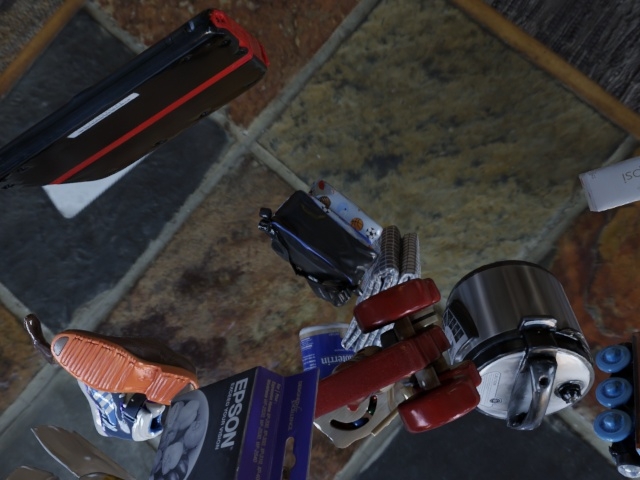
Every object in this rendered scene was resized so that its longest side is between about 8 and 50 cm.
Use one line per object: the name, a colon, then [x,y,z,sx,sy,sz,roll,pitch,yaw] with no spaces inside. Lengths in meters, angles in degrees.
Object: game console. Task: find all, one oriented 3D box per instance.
game console: [-0.265,-0.196,0.814,0.387,0.342,0.060,-30,94,10]

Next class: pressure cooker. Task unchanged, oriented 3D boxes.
pressure cooker: [0.564,0.307,1.577,0.370,0.420,0.375,36,123,-27]

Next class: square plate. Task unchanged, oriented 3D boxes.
square plate: [-0.325,0.439,0.955,0.344,0.347,0.049,50,59,-21]

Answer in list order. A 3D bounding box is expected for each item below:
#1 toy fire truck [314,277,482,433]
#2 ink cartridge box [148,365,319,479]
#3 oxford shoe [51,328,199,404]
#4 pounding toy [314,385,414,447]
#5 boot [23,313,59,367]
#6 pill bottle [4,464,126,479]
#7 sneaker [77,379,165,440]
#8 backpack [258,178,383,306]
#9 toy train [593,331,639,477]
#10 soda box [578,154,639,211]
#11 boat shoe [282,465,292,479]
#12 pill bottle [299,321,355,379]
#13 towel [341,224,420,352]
toy fire truck: [0.070,0.179,0.765,0.254,0.302,0.169,-27,78,13]
ink cartridge box: [-0.101,0.238,0.571,0.208,0.206,0.045,-26,127,29]
oxford shoe: [-0.475,0.294,1.364,0.364,0.132,0.130,31,107,-26]
pounding toy: [0.098,0.390,1.334,0.269,0.155,0.154,-34,76,14]
boot: [-0.661,0.240,1.319,0.037,0.106,0.114,-29,44,-35]
pill bottle: [-0.237,0.399,0.664,0.334,0.188,0.187,22,87,0]
sneaker: [-0.567,0.443,1.633,0.236,0.130,0.322,-4,105,18]
backpack: [0.000,0.000,1.276,0.276,0.263,0.213,44,71,-1]
toy train: [0.388,0.191,0.649,0.105,0.184,0.080,-19,119,40]
soda box: [0.538,-0.109,0.879,0.216,0.074,0.069,-18,89,18]
boat shoe: [-0.070,0.624,1.267,0.104,0.307,0.110,-15,114,-16]
pill bottle: [0.030,0.372,1.550,0.153,0.153,0.264,-10,72,4]
towel: [0.150,0.131,1.371,0.121,0.235,0.283,18,116,-2]
